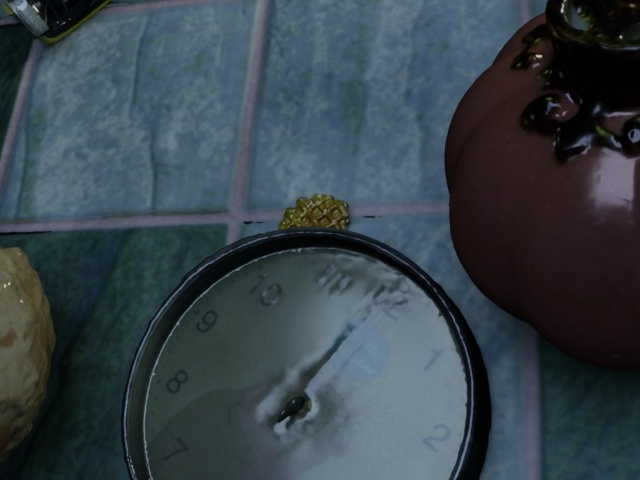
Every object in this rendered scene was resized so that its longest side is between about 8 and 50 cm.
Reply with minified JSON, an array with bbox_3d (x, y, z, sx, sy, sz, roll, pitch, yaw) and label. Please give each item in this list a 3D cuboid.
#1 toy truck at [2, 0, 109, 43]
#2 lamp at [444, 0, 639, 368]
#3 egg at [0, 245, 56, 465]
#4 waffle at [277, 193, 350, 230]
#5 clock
[{"bbox_3d":[-0.315,-0.332,0.891,0.124,0.272,0.157,-40,53,-6],"label":"toy truck"},{"bbox_3d":[0.223,-0.067,0.602,0.305,0.240,0.305,-15,42,14],"label":"lamp"},{"bbox_3d":[-0.315,0.100,0.714,0.203,0.203,0.245,30,86,27],"label":"egg"},{"bbox_3d":[-0.002,-0.001,0.776,0.078,0.016,0.085,-7,62,12],"label":"waffle"},{"bbox_3d":[-0.014,0.120,0.686,0.280,0.055,0.281,-6,67,14],"label":"clock"}]
